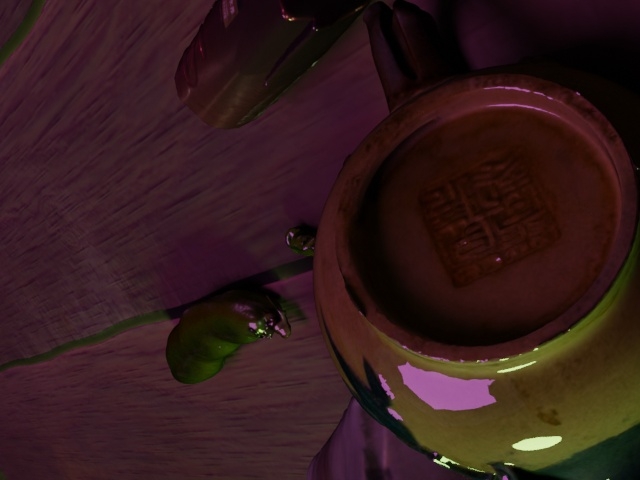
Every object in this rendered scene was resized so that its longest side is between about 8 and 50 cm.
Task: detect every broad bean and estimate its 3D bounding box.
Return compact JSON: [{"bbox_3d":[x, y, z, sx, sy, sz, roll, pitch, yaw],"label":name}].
[{"bbox_3d":[-0.092,0.081,0.946,0.065,0.046,0.254,44,152,-6],"label":"broad bean"}]

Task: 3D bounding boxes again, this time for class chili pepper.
[{"bbox_3d":[0.000,0.000,0.748,0.027,0.022,0.083,30,161,-26],"label":"chili pepper"}]

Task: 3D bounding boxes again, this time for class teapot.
[{"bbox_3d":[0.088,0.010,0.499,0.182,0.173,0.269,44,-159,-58],"label":"teapot"}]

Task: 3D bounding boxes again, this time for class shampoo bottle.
[{"bbox_3d":[-0.017,-0.124,0.591,0.068,0.067,0.236,64,152,5],"label":"shampoo bottle"}]

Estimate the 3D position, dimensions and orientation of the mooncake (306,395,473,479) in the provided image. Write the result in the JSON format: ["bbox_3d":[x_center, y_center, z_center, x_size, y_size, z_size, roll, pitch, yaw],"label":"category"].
[{"bbox_3d":[0.077,0.218,0.671,0.254,0.136,0.250,108,152,-65],"label":"mooncake"}]
